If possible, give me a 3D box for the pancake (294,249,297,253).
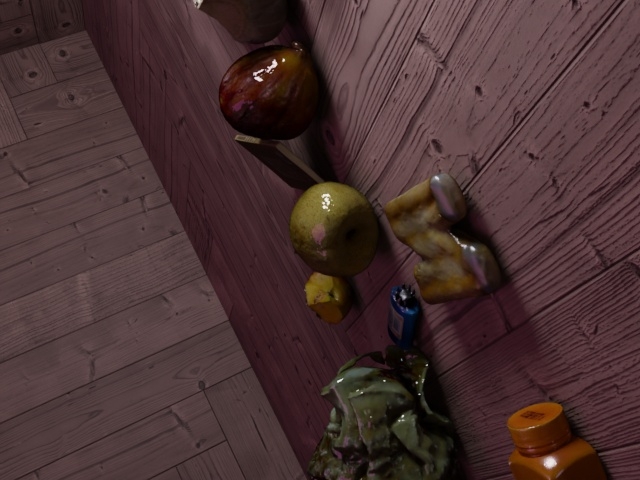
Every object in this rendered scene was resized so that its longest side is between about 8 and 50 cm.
[{"bbox_3d":[-0.005,0.001,2.150,0.197,0.054,0.376,65,162,4],"label":"pancake"}]

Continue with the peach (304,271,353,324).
[{"bbox_3d":[0.033,0.152,2.135,0.151,0.118,0.151,4,96,49],"label":"peach"}]

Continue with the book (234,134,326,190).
[{"bbox_3d":[-0.088,-0.189,2.036,0.217,0.021,0.310,39,173,-25],"label":"book"}]

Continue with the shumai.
[{"bbox_3d":[0.122,0.433,1.854,0.395,0.395,0.348,32,143,59],"label":"shumai"}]

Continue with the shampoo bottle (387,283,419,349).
[{"bbox_3d":[0.188,0.169,1.830,0.087,0.050,0.183,56,159,35],"label":"shampoo bottle"}]

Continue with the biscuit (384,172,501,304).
[{"bbox_3d":[0.226,0.004,1.520,0.237,0.062,0.290,65,161,3],"label":"biscuit"}]

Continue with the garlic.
[{"bbox_3d":[-0.184,-0.548,1.742,0.210,0.237,0.292,102,174,-45],"label":"garlic"}]

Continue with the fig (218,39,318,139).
[{"bbox_3d":[-0.113,-0.331,1.813,0.224,0.224,0.263,66,155,0],"label":"fig"}]

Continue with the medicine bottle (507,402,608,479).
[{"bbox_3d":[0.414,0.407,1.406,0.222,0.112,0.149,68,161,-5],"label":"medicine bottle"}]

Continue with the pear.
[{"bbox_3d":[0.025,-0.029,1.822,0.211,0.188,0.229,22,133,53],"label":"pear"}]
